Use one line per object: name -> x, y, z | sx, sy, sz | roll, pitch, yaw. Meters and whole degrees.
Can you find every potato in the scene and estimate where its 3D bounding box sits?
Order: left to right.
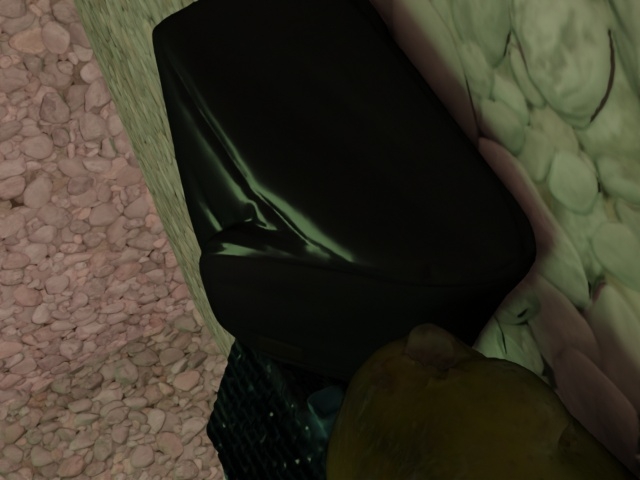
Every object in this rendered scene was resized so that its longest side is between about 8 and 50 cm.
potato -> 0.124, 0.212, 0.490 | 0.351, 0.202, 0.218 | 65, 164, -2

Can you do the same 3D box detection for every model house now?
model house -> 0.014, 0.179, 0.802 | 0.261, 0.225, 0.241 | 47, 156, 50

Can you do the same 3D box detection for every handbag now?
handbag -> -0.003, 0.001, 0.607 | 0.275, 0.177, 0.302 | 59, 166, 18
